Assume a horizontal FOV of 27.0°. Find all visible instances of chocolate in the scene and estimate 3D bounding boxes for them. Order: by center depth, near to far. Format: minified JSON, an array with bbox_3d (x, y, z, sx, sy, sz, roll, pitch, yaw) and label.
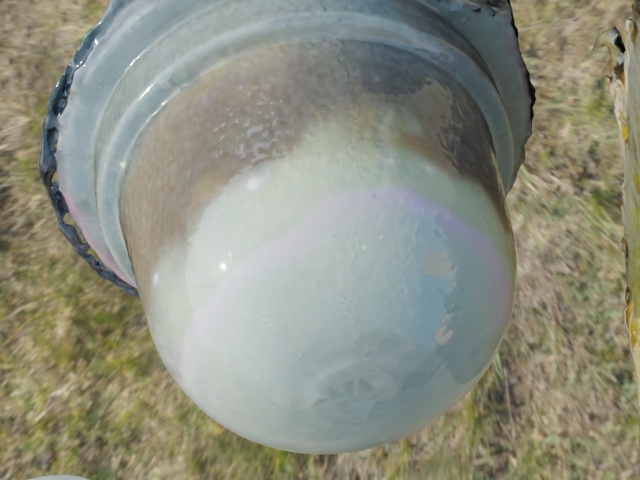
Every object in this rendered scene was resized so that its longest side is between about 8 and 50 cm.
[{"bbox_3d":[0.008,-0.002,0.496,0.221,0.147,0.221,-11,132,-13],"label":"chocolate"}]

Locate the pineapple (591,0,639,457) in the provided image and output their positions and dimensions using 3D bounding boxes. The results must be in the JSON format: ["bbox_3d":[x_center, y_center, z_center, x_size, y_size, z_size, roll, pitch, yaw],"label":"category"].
[{"bbox_3d":[0.271,0.022,0.538,0.300,0.352,0.353,-6,97,14],"label":"pineapple"}]

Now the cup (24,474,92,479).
[{"bbox_3d":[-0.163,0.281,0.815,0.241,0.185,0.226,-27,129,-7],"label":"cup"}]
